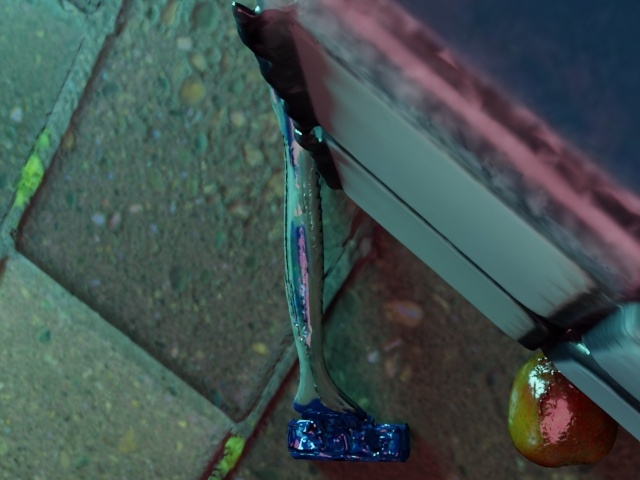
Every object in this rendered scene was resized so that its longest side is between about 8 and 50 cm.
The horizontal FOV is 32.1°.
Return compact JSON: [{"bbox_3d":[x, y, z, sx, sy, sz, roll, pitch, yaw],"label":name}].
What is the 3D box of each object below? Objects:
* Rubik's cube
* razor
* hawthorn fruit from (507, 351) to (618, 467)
[{"bbox_3d":[0.200,-0.071,0.460,0.313,0.316,0.318,41,89,10],"label":"Rubik's cube"},{"bbox_3d":[-0.005,0.003,0.762,0.093,0.056,0.324,-2,101,26],"label":"razor"},{"bbox_3d":[0.154,0.107,0.706,0.077,0.077,0.077,6,104,23],"label":"hawthorn fruit"}]
